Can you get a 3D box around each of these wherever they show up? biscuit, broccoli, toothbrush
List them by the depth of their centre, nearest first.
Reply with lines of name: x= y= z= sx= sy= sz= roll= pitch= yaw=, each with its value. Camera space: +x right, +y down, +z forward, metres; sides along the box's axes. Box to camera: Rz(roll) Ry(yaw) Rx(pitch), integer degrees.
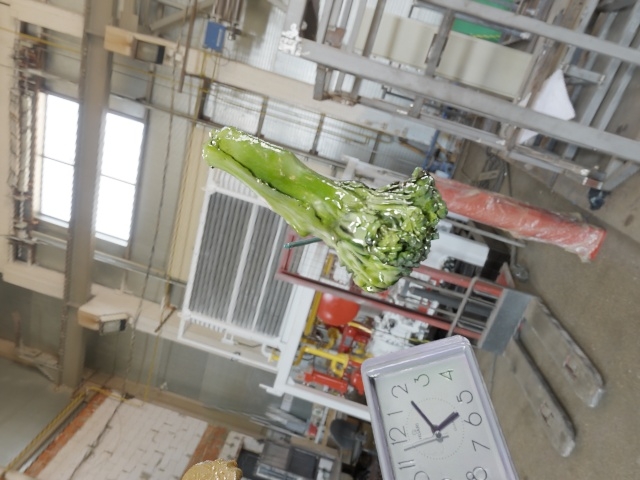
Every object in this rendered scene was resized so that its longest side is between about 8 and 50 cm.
broccoli: x=0.003 y=-0.055 z=0.527 sx=0.165 sy=0.304 sz=0.145 roll=134 pitch=158 yaw=-64
toothbrush: x=0.000 y=0.000 z=0.666 sx=0.011 sy=0.014 sz=0.167 roll=-43 pitch=-17 yaw=30
biscuit: x=-0.203 y=0.511 z=0.861 sx=0.050 sy=0.171 sz=0.170 roll=25 pitch=-98 yaw=-62

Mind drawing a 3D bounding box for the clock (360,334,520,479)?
clock: x=0.136 y=0.224 z=0.512 sx=0.073 sy=0.145 sz=0.193 roll=50 pitch=-156 yaw=-54
